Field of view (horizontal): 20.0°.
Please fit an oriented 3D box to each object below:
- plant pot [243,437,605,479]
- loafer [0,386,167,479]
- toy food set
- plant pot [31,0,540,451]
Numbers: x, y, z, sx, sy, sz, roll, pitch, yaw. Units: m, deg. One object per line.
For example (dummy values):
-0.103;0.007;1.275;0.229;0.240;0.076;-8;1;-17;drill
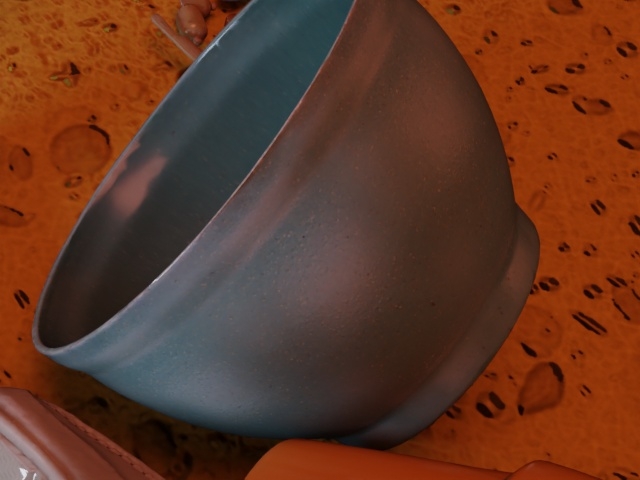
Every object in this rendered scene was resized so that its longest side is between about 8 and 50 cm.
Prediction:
0.045;0.195;0.956;0.188;0.205;0.205;20;52;21;plant pot
-0.050;0.176;0.771;0.111;0.112;0.319;-12;48;-46;loafer
-0.059;-0.155;1.281;0.122;0.019;0.078;-30;66;-37;toy food set
0.000;0.000;1.047;0.196;0.293;0.293;39;51;-18;plant pot
